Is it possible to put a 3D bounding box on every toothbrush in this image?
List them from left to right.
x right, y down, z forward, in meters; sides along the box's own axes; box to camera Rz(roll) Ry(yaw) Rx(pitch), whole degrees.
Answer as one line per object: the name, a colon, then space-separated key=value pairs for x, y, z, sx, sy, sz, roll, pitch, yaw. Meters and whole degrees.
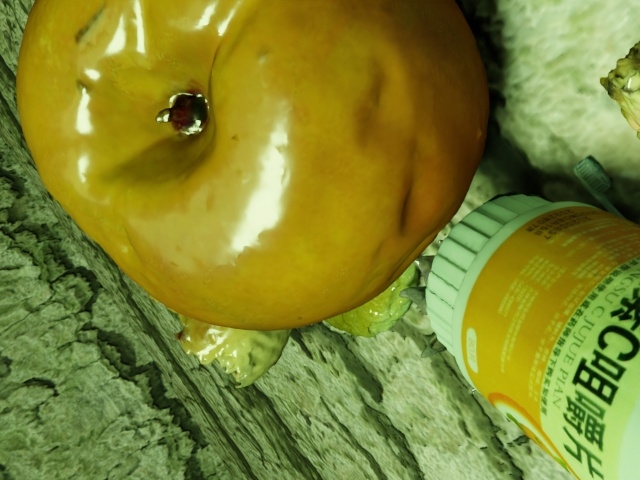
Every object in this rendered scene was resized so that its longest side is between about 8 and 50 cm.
toothbrush: x=0.247 y=0.017 z=0.536 sx=0.193 sy=0.013 sz=0.019 roll=53 pitch=151 yaw=10

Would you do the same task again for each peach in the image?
peach: x=-0.043 y=-0.104 z=0.586 sx=0.342 sy=0.301 sz=0.343 roll=9 pitch=109 yaw=27

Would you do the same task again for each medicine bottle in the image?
medicine bottle: x=0.196 y=0.077 z=0.448 sx=0.318 sy=0.158 sz=0.158 roll=40 pitch=154 yaw=63

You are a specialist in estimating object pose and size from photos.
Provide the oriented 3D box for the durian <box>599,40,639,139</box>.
durian: x=0.284 y=-0.021 z=0.325 sx=0.191 sy=0.112 sz=0.341 roll=36 pitch=-179 yaw=-29

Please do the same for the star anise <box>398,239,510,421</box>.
star anise: x=0.151 y=0.082 z=0.722 sx=0.181 sy=0.061 sz=0.204 roll=53 pitch=152 yaw=38

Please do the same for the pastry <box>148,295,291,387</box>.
pastry: x=-0.117 y=0.061 z=1.063 sx=0.256 sy=0.170 sz=0.237 roll=56 pitch=-164 yaw=11

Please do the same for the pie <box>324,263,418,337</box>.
pie: x=0.000 y=0.000 z=0.882 sx=0.277 sy=0.078 sz=0.277 roll=42 pitch=153 yaw=27
